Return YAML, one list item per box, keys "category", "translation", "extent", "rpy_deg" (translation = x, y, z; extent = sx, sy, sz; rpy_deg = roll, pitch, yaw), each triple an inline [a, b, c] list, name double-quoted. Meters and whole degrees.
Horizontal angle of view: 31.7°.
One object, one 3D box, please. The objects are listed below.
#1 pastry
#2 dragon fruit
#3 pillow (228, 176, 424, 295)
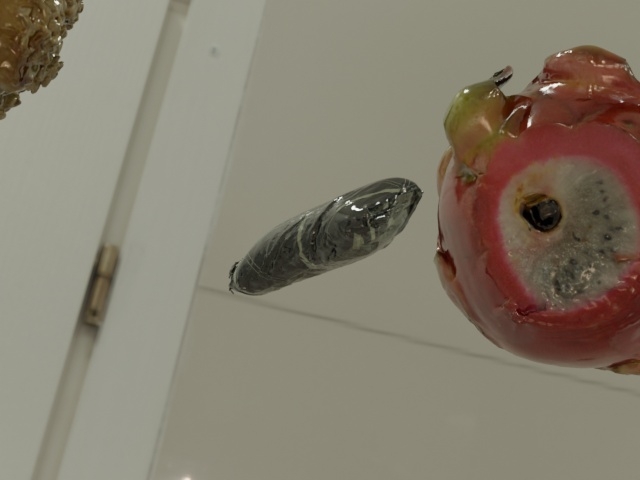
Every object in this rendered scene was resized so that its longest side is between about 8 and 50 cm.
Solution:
- category: "pastry"
  translation: [-0.353, -0.216, 1.184]
  extent: [0.162, 0.255, 0.311]
  rpy_deg: [35, -63, -23]
- category: "dragon fruit"
  translation: [0.179, -0.017, 0.761]
  extent: [0.224, 0.224, 0.227]
  rpy_deg: [8, 6, 9]
- category: "pillow"
  translation: [0.000, 0.000, 1.560]
  extent: [0.335, 0.093, 0.161]
  rpy_deg: [-23, 2, 45]
